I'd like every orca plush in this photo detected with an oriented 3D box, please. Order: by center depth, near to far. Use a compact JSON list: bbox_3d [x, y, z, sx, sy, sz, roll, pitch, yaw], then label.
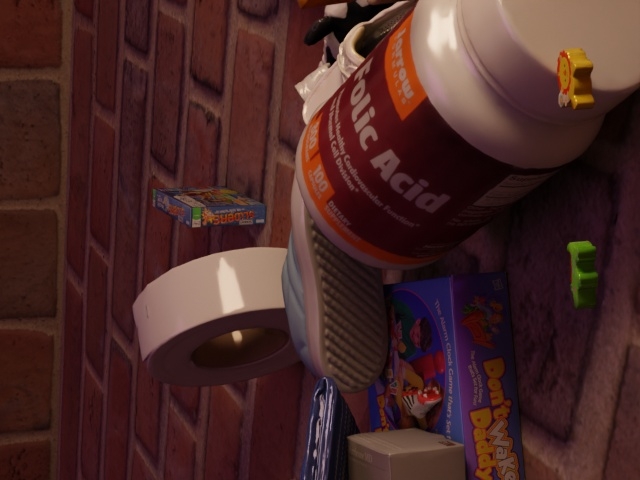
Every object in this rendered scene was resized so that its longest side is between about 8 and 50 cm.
[{"bbox_3d":[0.053,-0.255,1.631,0.102,0.151,0.287,44,136,12],"label":"orca plush"}]

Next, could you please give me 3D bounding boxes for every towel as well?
[{"bbox_3d":[0.024,0.340,1.482,0.336,0.040,0.243,69,-156,-54],"label":"towel"}]

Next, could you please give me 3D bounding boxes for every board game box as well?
[{"bbox_3d":[0.146,0.219,1.505,0.233,0.078,0.347,169,98,-64],"label":"board game box"},{"bbox_3d":[-0.194,-0.060,2.125,0.201,0.136,0.035,-154,64,-62],"label":"board game box"}]

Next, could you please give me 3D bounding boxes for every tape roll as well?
[{"bbox_3d":[-0.129,0.118,1.833,0.286,0.286,0.100,128,134,-54],"label":"tape roll"}]

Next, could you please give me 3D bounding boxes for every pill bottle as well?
[{"bbox_3d":[0.150,-0.138,1.276,0.392,0.224,0.224,-43,55,54],"label":"pill bottle"}]

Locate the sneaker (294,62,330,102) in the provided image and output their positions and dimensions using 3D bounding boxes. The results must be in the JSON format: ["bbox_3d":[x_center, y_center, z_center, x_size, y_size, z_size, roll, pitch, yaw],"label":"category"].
[{"bbox_3d":[0.034,-0.180,1.652,0.061,0.152,0.054,-44,45,12],"label":"sneaker"}]

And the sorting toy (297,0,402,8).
[{"bbox_3d":[0.136,-0.294,1.206,0.229,0.307,0.041,-33,73,60],"label":"sorting toy"}]

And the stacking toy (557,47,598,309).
[{"bbox_3d":[0.291,-0.057,1.066,0.052,0.167,0.221,-148,54,-80],"label":"stacking toy"}]

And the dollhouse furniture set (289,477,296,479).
[{"bbox_3d":[-0.031,0.460,1.967,0.076,0.058,0.152,111,165,-54],"label":"dollhouse furniture set"}]

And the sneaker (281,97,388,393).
[{"bbox_3d":[0.000,0.000,1.539,0.150,0.135,0.366,17,107,58],"label":"sneaker"}]

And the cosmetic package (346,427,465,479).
[{"bbox_3d":[0.099,0.340,1.405,0.127,0.107,0.238,177,88,-68],"label":"cosmetic package"}]

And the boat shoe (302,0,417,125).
[{"bbox_3d":[0.062,-0.223,1.506,0.277,0.096,0.098,-39,59,31],"label":"boat shoe"}]

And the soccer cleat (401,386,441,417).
[{"bbox_3d":[0.119,0.189,1.436,0.083,0.029,0.036,170,88,-67],"label":"soccer cleat"}]
